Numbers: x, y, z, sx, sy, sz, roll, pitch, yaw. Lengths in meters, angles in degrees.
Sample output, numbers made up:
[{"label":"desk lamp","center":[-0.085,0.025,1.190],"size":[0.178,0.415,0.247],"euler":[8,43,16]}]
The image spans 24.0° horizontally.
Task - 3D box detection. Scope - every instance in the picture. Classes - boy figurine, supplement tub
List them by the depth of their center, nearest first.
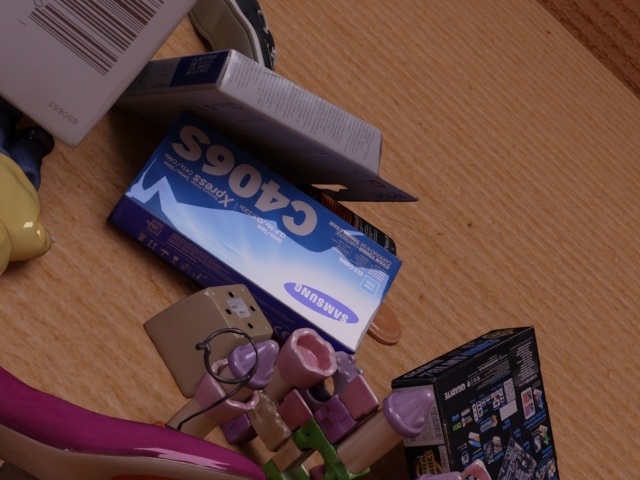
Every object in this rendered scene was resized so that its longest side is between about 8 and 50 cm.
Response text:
[{"label":"boy figurine","center":[-0.362,-0.037,1.674],"size":[0.177,0.092,0.285],"euler":[46,28,-31]},{"label":"supplement tub","center":[0.000,0.000,2.069],"size":[0.190,0.117,0.117],"euler":[33,32,-21]}]

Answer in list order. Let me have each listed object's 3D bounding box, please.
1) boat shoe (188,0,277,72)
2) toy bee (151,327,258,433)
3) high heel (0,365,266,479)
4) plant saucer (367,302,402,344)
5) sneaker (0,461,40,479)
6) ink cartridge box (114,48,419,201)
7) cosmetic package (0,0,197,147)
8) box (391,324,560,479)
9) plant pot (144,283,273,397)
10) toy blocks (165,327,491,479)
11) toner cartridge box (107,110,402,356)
[{"label":"boat shoe","center":[-0.113,-0.299,2.299],"size":[0.091,0.114,0.302],"euler":[11,44,-37]},{"label":"toy bee","center":[-0.158,0.257,1.546],"size":[0.195,0.162,0.298],"euler":[50,53,-9]},{"label":"high heel","center":[-0.235,0.160,1.428],"size":[0.377,0.127,0.181],"euler":[9,47,-7]},{"label":"plant saucer","center":[0.084,0.111,2.144],"size":[0.083,0.013,0.083],"euler":[33,31,-23]},{"label":"sneaker","center":[-0.301,0.262,1.421],"size":[0.061,0.054,0.152],"euler":[26,35,-27]},{"label":"ink cartridge box","center":[-0.072,-0.147,2.000],"size":[0.330,0.324,0.071],"euler":[26,78,-30]},{"label":"cosmetic package","center":[-0.312,-0.371,1.822],"size":[0.327,0.329,0.394],"euler":[37,12,-14]},{"label":"box","center":[0.210,0.281,1.903],"size":[0.295,0.073,0.293],"euler":[-19,101,-57]},{"label":"plant pot","center":[-0.123,0.111,1.793],"size":[0.109,0.096,0.109],"euler":[-4,57,-54]},{"label":"toy blocks","center":[0.039,0.223,1.696],"size":[0.309,0.260,0.288],"euler":[-6,57,-55]},{"label":"toner cartridge box","center":[-0.079,0.001,1.914],"size":[0.348,0.075,0.165],"euler":[34,54,-6]}]
